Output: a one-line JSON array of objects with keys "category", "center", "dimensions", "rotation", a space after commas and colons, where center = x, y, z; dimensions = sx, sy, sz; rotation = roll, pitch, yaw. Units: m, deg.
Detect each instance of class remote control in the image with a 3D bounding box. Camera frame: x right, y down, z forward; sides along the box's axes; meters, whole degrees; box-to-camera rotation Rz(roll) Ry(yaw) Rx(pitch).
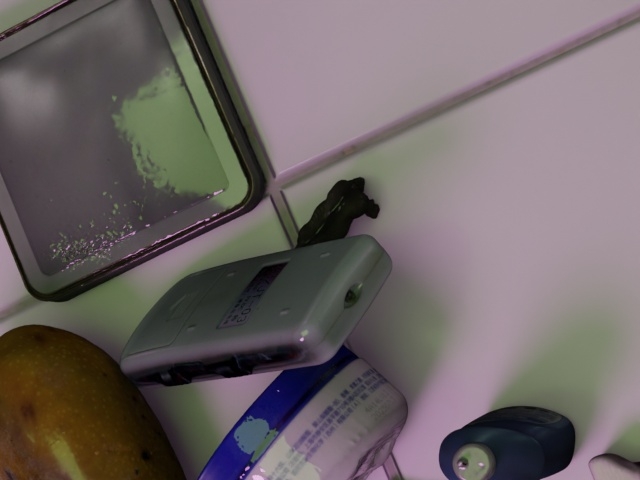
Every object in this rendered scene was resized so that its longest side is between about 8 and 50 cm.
[{"category": "remote control", "center": [-0.067, 0.071, 1.749], "dimensions": [0.296, 0.140, 0.056], "rotation": [-14, 122, 48]}]

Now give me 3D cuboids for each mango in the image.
[{"category": "mango", "center": [-0.209, 0.220, 1.834], "dimensions": [0.329, 0.176, 0.175], "rotation": [44, 117, 8]}]

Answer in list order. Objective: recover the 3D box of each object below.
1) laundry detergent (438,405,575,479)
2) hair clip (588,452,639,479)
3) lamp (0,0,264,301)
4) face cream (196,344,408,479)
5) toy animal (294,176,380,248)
[{"category": "laundry detergent", "center": [0.160, 0.184, 1.690], "dimensions": [0.097, 0.206, 0.061], "rotation": [12, 95, 19]}, {"category": "hair clip", "center": [0.339, 0.331, 1.700], "dimensions": [0.101, 0.085, 0.330], "rotation": [-26, 77, 15]}, {"category": "lamp", "center": [-0.216, -0.105, 1.892], "dimensions": [0.266, 0.047, 0.269], "rotation": [-25, 84, 18]}, {"category": "face cream", "center": [-0.015, 0.196, 1.750], "dimensions": [0.111, 0.206, 0.206], "rotation": [40, 103, 12]}, {"category": "toy animal", "center": [0.000, 0.000, 1.813], "dimensions": [0.047, 0.065, 0.135], "rotation": [42, 105, 14]}]
